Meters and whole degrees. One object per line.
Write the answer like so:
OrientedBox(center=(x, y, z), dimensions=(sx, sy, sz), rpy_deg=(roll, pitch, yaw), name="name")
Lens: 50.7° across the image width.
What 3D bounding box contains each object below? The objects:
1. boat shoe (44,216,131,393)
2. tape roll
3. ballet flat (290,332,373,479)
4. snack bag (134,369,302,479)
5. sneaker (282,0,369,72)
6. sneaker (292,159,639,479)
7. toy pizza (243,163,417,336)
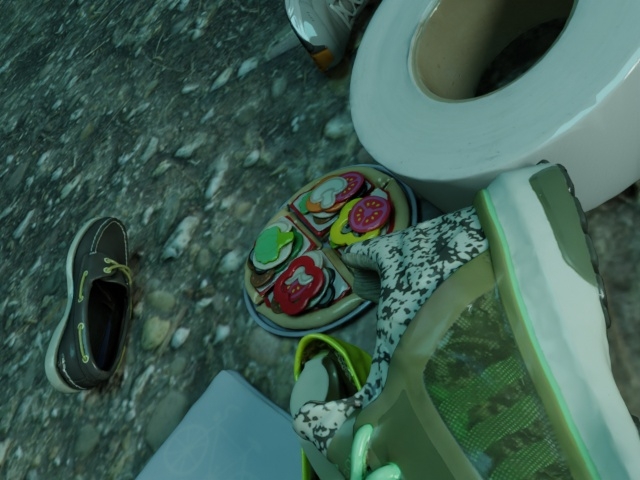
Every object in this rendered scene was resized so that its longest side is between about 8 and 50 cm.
OrientedBox(center=(-0.253, 0.065, 0.789), dimensions=(0.068, 0.081, 0.228), rpy_deg=(-18, 53, 25), name="boat shoe")
OrientedBox(center=(0.162, -0.155, 0.560), dimensions=(0.286, 0.100, 0.286), rpy_deg=(-25, 52, 35), name="tape roll")
OrientedBox(center=(0.012, 0.155, 0.429), dimensions=(0.077, 0.077, 0.231), rpy_deg=(-25, 41, 18), name="ballet flat")
OrientedBox(center=(-0.084, 0.279, 0.479), dimensions=(0.323, 0.037, 0.343), rpy_deg=(19, 67, 48), name="snack bag")
OrientedBox(center=(0.028, -0.328, 0.880), dimensions=(0.121, 0.099, 0.263), rpy_deg=(-18, 47, 23), name="sneaker")
OrientedBox(center=(0.075, 0.129, 0.360), dimensions=(0.182, 0.158, 0.410), rpy_deg=(-11, 40, 15), name="sneaker")
OrientedBox(center=(0.000, 0.000, 0.657), dimensions=(0.201, 0.032, 0.201), rpy_deg=(-24, 43, 24), name="toy pizza")
